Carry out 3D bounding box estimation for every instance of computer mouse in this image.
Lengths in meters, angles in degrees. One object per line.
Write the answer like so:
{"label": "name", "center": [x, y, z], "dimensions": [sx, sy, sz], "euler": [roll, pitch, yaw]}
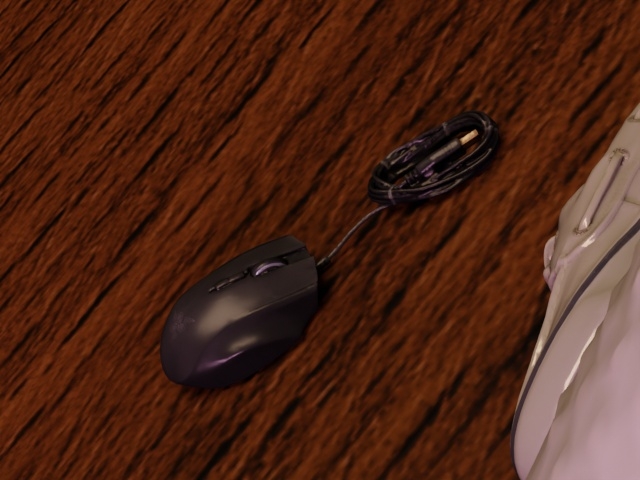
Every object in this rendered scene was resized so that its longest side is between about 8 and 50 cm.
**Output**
{"label": "computer mouse", "center": [0.000, 0.000, 0.874], "dimensions": [0.242, 0.041, 0.071], "euler": [-40, 37, 3]}

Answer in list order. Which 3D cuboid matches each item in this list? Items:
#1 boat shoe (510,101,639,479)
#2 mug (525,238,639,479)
{"label": "boat shoe", "center": [0.148, 0.007, 0.697], "dimensions": [0.088, 0.096, 0.267], "euler": [5, 57, 48]}
{"label": "mug", "center": [0.237, -0.002, 0.414], "dimensions": [0.374, 0.276, 0.328], "euler": [-55, -12, -69]}
